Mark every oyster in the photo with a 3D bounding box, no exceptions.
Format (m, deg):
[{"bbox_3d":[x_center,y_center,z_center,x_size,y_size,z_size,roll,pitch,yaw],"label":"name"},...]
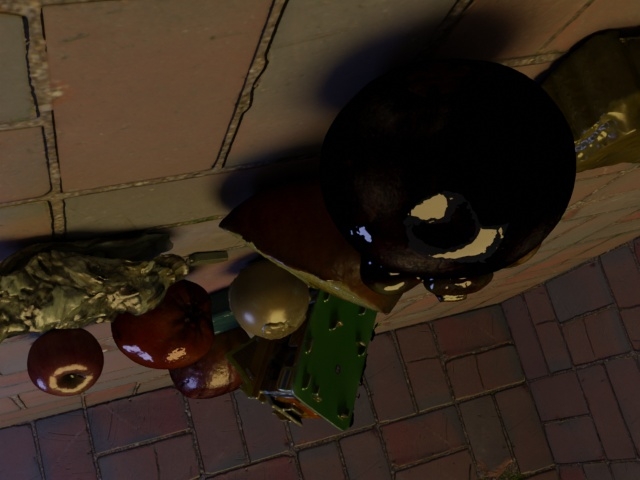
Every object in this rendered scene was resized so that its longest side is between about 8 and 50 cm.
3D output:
[{"bbox_3d":[-0.356,0.071,1.117,0.351,0.158,0.162,-21,139,-48],"label":"oyster"}]

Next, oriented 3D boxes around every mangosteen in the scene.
[{"bbox_3d":[0.140,-0.049,0.859,0.274,0.275,0.302,-15,126,-5],"label":"mangosteen"}]

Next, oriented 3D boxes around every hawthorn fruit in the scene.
[{"bbox_3d":[-0.303,0.156,1.423,0.202,0.185,0.185,-18,167,24],"label":"hawthorn fruit"}]

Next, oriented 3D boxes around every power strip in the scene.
[{"bbox_3d":[-0.201,0.032,1.376,0.083,0.017,0.027,-3,160,-45],"label":"power strip"}]

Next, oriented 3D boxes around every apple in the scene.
[{"bbox_3d":[0.000,0.000,1.077,0.254,0.179,0.346,-19,-169,-15],"label":"apple"},{"bbox_3d":[-0.534,0.248,1.609,0.153,0.120,0.153,-16,137,-16],"label":"apple"}]

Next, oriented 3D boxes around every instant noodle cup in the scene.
[{"bbox_3d":[-0.228,0.162,1.758,0.179,0.070,0.157,-20,165,17],"label":"instant noodle cup"}]

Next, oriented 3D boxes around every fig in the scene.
[{"bbox_3d":[-0.274,0.296,1.954,0.223,0.224,0.263,-11,173,-20],"label":"fig"}]

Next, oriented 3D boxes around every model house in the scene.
[{"bbox_3d":[-0.070,0.229,1.784,0.312,0.358,0.242,-3,148,34],"label":"model house"}]

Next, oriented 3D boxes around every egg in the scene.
[{"bbox_3d":[-0.101,0.117,1.529,0.164,0.164,0.201,-12,170,-16],"label":"egg"}]

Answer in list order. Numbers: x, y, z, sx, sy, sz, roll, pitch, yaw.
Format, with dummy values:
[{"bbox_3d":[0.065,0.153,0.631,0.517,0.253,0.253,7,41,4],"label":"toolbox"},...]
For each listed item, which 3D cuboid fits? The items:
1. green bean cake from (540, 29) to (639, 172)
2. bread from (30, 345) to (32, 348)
[{"bbox_3d":[0.396,-0.172,1.027,0.236,0.124,0.233,-11,166,-23],"label":"green bean cake"},{"bbox_3d":[-0.595,0.233,1.692,0.070,0.035,0.083,1,161,-45],"label":"bread"}]
